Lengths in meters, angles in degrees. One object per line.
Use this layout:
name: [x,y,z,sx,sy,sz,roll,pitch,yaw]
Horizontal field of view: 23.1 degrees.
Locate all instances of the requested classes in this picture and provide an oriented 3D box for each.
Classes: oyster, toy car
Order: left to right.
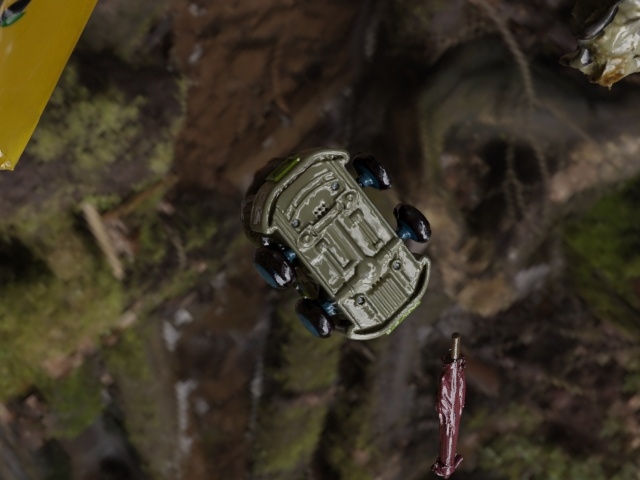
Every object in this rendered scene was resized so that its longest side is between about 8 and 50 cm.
toy car: [0.000,0.000,1.976,0.204,0.198,0.248,-44,110,-15]
oyster: [0.236,-0.142,0.927,0.163,0.081,0.191,-11,153,-38]

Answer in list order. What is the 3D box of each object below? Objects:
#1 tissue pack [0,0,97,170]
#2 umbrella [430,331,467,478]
tissue pack: [-0.360,-0.298,1.490,0.293,0.228,0.382,19,106,-39]
umbrella: [0.108,0.139,1.314,0.027,0.025,0.165,-53,152,-46]
